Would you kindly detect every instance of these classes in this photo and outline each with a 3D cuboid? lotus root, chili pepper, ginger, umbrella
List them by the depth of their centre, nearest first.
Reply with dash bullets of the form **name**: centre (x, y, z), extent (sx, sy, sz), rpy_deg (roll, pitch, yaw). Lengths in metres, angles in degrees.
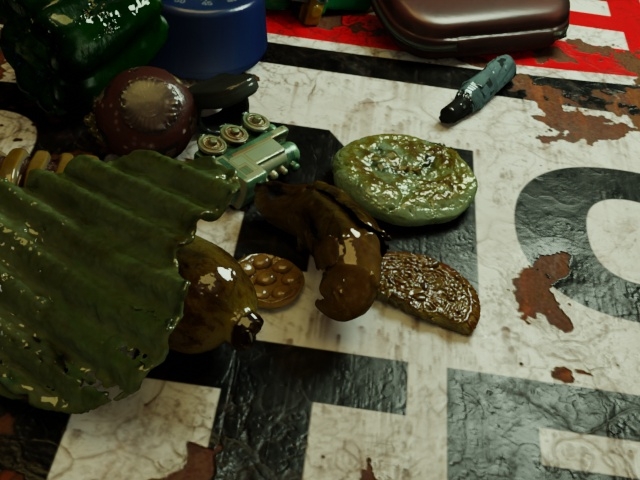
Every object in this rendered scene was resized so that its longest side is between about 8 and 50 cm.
- **lotus root**: centre (-0.171, 0.067, 1.374), extent (0.260, 0.128, 0.145), rpy_deg (26, 57, 33)
- **ginger**: centre (0.013, -0.006, 1.507), extent (0.133, 0.107, 0.309), rpy_deg (-34, 34, 1)
- **chili pepper**: centre (-0.388, -0.344, 1.772), extent (0.256, 0.248, 0.233), rpy_deg (-37, 77, -28)
- **umbrella**: centre (0.288, -0.275, 1.962), extent (0.052, 0.053, 0.250), rpy_deg (27, 41, 22)

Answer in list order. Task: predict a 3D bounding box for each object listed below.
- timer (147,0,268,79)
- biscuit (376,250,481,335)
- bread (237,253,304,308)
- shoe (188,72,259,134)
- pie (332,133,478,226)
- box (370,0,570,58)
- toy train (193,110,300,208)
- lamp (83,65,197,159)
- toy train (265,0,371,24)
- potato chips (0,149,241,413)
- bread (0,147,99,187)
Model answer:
- **timer**: centre (-0.215, -0.506, 1.901), extent (0.270, 0.384, 0.270), rpy_deg (5, 37, -3)
- **biscuit**: centre (0.137, 0.059, 1.524), extent (0.206, 0.025, 0.126), rpy_deg (22, 39, 18)
- **bread**: centre (-0.074, 0.055, 1.492), extent (0.110, 0.024, 0.110), rpy_deg (6, 39, -4)
- **shoe**: centre (-0.165, -0.215, 1.770), extent (0.108, 0.093, 0.241), rpy_deg (-28, 17, -20)
- **pie**: centre (0.132, -0.100, 1.707), extent (0.240, 0.054, 0.240), rpy_deg (6, 36, -5)
- **box**: centre (0.295, -0.470, 2.150), extent (0.403, 0.108, 0.263), rpy_deg (-8, 52, -21)
- **toy train**: centre (-0.113, -0.125, 1.681), extent (0.125, 0.081, 0.194), rpy_deg (38, 43, 19)
- **lamp**: centre (-0.273, -0.191, 1.697), extent (0.157, 0.135, 0.156), rpy_deg (37, 73, -3)
- **toy train**: centre (-0.038, -0.591, 2.224), extent (0.249, 0.178, 0.429), rpy_deg (-3, 38, -30)
- **potato chips**: centre (-0.301, 0.021, 1.316), extent (0.389, 0.097, 0.373), rpy_deg (3, 55, 20)
- **bread**: centre (-0.391, -0.081, 1.564), extent (0.225, 0.081, 0.134), rpy_deg (3, 36, -6)
